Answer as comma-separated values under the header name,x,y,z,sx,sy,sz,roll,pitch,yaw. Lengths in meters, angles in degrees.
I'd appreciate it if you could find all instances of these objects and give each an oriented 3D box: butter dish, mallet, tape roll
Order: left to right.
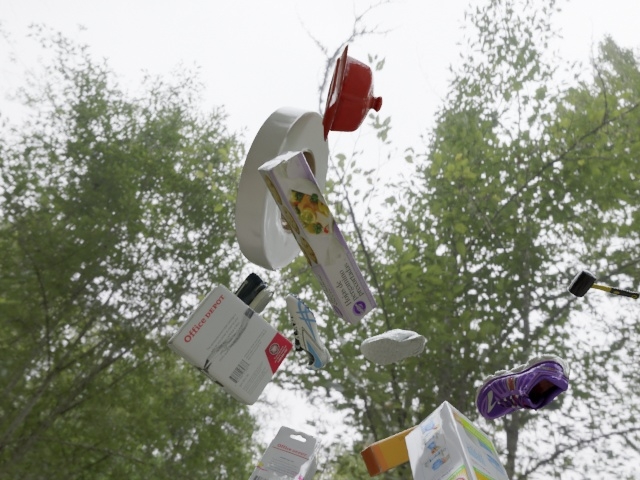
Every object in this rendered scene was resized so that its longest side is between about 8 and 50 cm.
name,x,y,z,sx,sy,sz,roll,pitch,yaw
tape roll,-0.081,-0.122,1.181,0.072,0.392,0.392,16,-46,16
butter dish,0.075,-0.302,1.047,0.118,0.160,0.160,11,-28,-5
mallet,0.668,0.105,1.138,0.189,0.039,0.062,6,-59,-14

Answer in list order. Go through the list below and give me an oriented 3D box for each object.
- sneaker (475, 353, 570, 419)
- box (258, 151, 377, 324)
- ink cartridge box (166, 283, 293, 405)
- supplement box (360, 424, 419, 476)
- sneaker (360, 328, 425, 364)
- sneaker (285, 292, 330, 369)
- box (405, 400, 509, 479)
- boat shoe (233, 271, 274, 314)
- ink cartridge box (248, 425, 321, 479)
name,x,y,z,sx,sy,sz,roll,pitch,yaw
sneaker,0.311,0.239,0.770,0.068,0.071,0.170,40,-54,-2
box,0.000,0.000,0.858,0.067,0.063,0.324,21,-38,61
ink cartridge box,-0.134,0.155,0.733,0.150,0.109,0.063,42,-27,-10
supplement box,0.236,0.592,1.404,0.233,0.078,0.080,-10,-32,-27
sneaker,0.216,0.328,1.552,0.235,0.095,0.090,2,-75,-30
sneaker,-0.049,0.268,1.435,0.085,0.086,0.237,-18,-83,64
box,0.218,0.370,0.758,0.114,0.203,0.103,41,-77,-9
boat shoe,-0.214,0.185,1.145,0.079,0.095,0.254,43,-78,17
ink cartridge box,-0.075,0.483,1.013,0.104,0.181,0.061,11,-57,21
